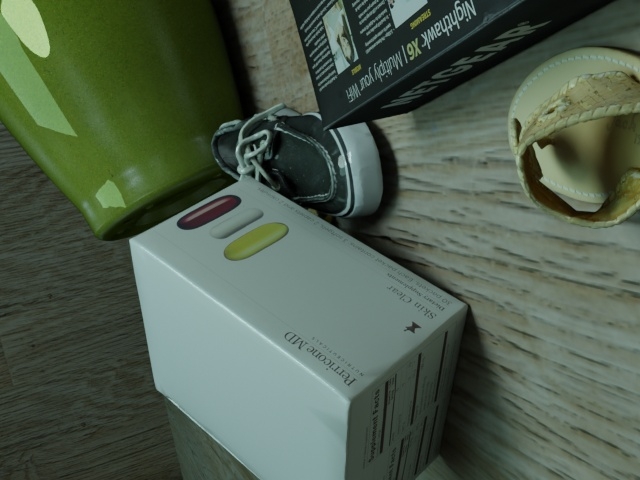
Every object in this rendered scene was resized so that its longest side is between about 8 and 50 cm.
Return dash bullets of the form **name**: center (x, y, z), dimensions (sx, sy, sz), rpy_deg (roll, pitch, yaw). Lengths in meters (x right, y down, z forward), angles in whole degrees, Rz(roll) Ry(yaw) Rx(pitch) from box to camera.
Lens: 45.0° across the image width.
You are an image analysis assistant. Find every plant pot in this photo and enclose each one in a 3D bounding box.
- **plant pot**: center (-0.265, -0.201, 1.023), dimensions (0.353, 0.367, 0.366), rpy_deg (63, 160, 2)

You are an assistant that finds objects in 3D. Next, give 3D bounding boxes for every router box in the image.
- **router box**: center (0.055, -0.221, 0.468), dimensions (0.309, 0.081, 0.242), rpy_deg (168, 88, -70)

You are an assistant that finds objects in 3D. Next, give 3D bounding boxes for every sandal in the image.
- **sandal**: center (0.136, -0.045, 0.376), dimensions (0.240, 0.079, 0.088), rpy_deg (-149, 48, -63)

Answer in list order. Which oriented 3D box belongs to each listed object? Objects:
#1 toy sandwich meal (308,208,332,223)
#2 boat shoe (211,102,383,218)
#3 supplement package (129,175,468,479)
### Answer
- **toy sandwich meal**: center (0.000, 0.000, 0.858), dimensions (0.085, 0.029, 0.085), rpy_deg (176, 90, -76)
- **boat shoe**: center (-0.040, -0.084, 0.788), dimensions (0.306, 0.105, 0.113), rpy_deg (-142, 42, -60)
- **supplement package**: center (-0.027, 0.101, 0.699), dimensions (0.262, 0.145, 0.204), rpy_deg (31, 138, 31)
